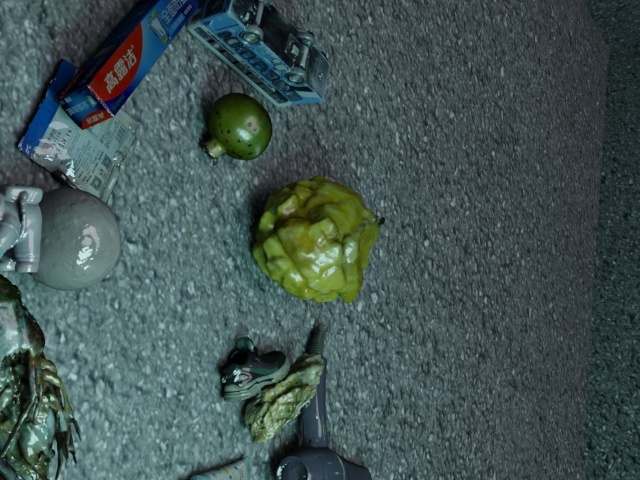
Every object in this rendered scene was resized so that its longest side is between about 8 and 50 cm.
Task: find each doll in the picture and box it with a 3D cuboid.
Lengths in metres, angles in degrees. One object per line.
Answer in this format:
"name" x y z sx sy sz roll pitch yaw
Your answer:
"doll" -0.399 -0.024 1.126 0.287 0.151 0.151 23 67 -48

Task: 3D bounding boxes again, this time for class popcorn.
"popcorn" 0.000 0.000 1.633 0.252 0.215 0.286 64 36 -18

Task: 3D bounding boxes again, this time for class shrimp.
"shrimp" -0.408 0.222 1.096 0.172 0.137 0.372 -14 93 -31

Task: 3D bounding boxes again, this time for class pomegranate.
"pomegranate" -0.150 -0.201 1.535 0.130 0.130 0.130 11 77 -54

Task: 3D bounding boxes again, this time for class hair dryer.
"hair dryer" 0.014 0.348 1.713 0.301 0.121 0.361 29 56 -59

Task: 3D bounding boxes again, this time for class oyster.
"oyster" -0.072 0.279 1.582 0.072 0.133 0.209 46 73 -20

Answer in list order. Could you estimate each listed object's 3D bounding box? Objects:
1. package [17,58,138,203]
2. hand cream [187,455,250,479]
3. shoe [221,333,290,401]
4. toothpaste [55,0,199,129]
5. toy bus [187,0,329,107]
"package" -0.359 -0.159 1.298 0.173 0.027 0.171 43 55 -40
"hand cream" -0.172 0.414 1.472 0.170 0.043 0.065 7 76 -57
"shoe" -0.124 0.218 1.550 0.169 0.071 0.099 -30 103 -52
"toothpaste" -0.294 -0.299 1.339 0.066 0.076 0.320 52 41 -30
"toy bus" -0.107 -0.363 1.595 0.297 0.131 0.106 35 58 -47
